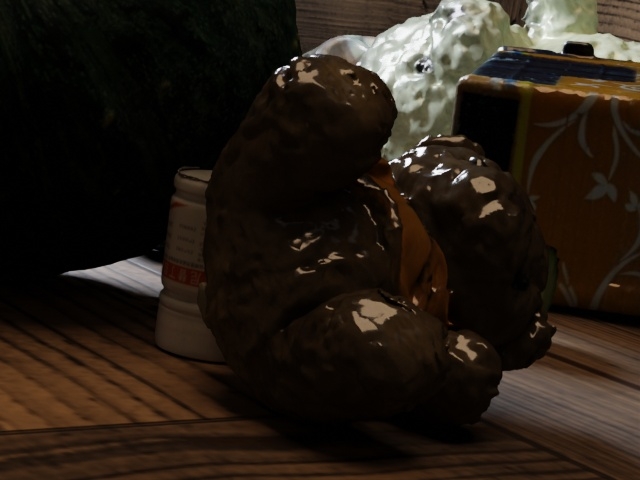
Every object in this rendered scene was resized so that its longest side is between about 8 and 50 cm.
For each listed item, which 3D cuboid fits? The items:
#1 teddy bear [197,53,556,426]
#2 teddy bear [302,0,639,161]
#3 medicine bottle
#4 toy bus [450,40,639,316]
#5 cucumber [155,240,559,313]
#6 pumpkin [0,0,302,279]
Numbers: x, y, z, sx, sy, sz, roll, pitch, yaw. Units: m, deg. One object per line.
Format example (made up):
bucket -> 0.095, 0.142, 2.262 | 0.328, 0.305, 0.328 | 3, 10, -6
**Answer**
teddy bear -> 0.032, 0.009, 0.811 | 0.190, 0.177, 0.140 | -4, -21, -41
teddy bear -> 0.188, -0.180, 1.584 | 0.362, 0.375, 0.327 | 27, 49, -4
medicine bottle -> -0.051, 0.011, 0.864 | 0.057, 0.089, 0.057 | 8, 10, -1
toy bus -> 0.189, -0.051, 1.233 | 0.194, 0.162, 0.323 | 7, 11, 9
cucumber -> 0.000, 0.000, 1.058 | 0.293, 0.067, 0.067 | 12, 10, 27
pumpkin -> -0.146, -0.080, 0.938 | 0.293, 0.197, 0.263 | -19, -27, -13
